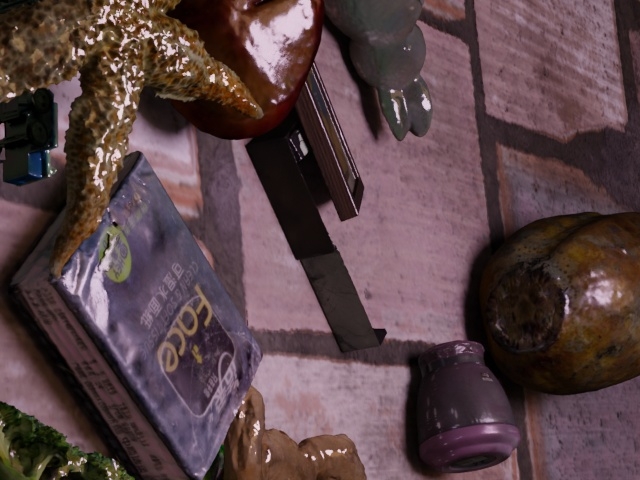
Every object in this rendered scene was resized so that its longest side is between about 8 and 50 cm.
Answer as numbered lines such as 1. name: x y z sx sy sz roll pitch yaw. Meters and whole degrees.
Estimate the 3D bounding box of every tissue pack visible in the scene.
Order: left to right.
1. tissue pack: -0.148 0.070 1.270 0.235 0.073 0.173 62 35 -27

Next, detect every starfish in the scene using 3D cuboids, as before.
1. starfish: -0.161 -0.147 1.175 0.347 0.078 0.358 8 74 -45

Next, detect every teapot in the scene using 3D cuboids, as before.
1. teapot: 0.170 0.189 1.749 0.148 0.116 0.146 22 51 -51

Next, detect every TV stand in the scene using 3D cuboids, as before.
1. TV stand: 0.000 0.000 1.577 0.256 0.049 0.040 66 30 -21

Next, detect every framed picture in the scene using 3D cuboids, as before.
1. framed picture: 0.004 -0.114 1.596 0.128 0.023 0.168 -75 144 -75

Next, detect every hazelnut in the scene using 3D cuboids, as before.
1. hazelnut: -0.086 -0.193 1.393 0.178 0.178 0.204 -24 101 -60

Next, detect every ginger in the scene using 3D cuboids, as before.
1. ginger: -0.030 0.237 1.440 0.258 0.065 0.149 39 61 -57

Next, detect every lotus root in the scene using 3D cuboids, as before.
1. lotus root: 0.344 0.080 1.980 0.346 0.250 0.250 -7 86 -56

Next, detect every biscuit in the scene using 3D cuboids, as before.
1. biscuit: -0.107 0.206 1.352 0.046 0.016 0.089 60 35 -32

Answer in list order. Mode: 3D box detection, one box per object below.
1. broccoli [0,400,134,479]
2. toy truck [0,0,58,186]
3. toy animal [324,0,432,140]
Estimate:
1. broccoli: -0.165 0.246 0.987 0.269 0.269 0.254 43 52 -47
2. toy truck: -0.223 -0.127 1.210 0.081 0.067 0.175 20 62 -55
3. toy animal: 0.068 -0.239 1.738 0.125 0.127 0.251 -70 154 -60
